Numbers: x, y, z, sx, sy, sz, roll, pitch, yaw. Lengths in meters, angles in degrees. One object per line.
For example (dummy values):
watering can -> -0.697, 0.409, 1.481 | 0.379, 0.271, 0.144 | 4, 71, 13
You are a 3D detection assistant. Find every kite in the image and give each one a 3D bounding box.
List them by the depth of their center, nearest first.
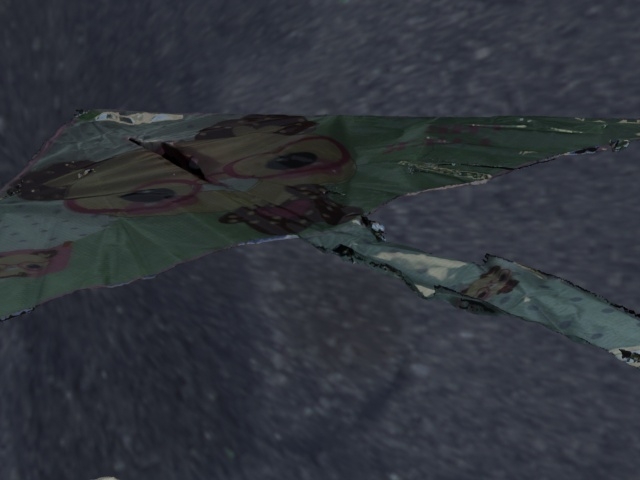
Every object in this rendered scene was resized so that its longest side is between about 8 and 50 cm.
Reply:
kite -> 0.000, -0.001, 0.424 | 0.229, 0.250, 0.012 | -19, 114, -32

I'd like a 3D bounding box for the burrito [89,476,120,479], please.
burrito -> -0.191, 0.315, 1.041 | 0.076, 0.117, 0.392 | 25, 83, -20
